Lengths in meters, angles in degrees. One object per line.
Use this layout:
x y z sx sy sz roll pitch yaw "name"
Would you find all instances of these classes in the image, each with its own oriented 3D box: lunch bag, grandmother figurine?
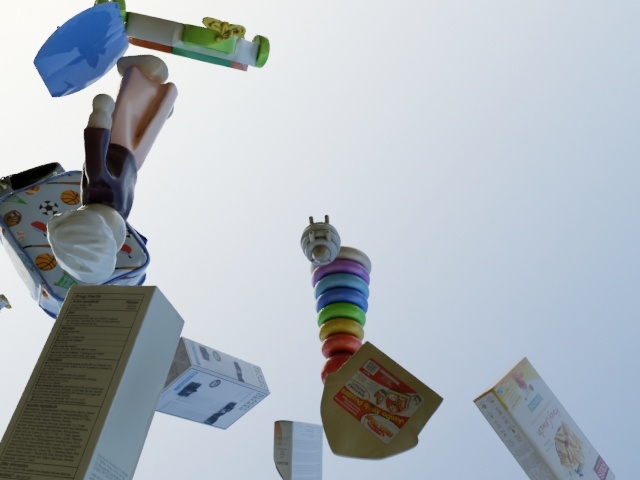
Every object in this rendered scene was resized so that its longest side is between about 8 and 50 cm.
-0.495 0.008 1.458 0.243 0.115 0.303 -28 -109 -35 "lunch bag"
-0.264 -0.098 0.929 0.104 0.208 0.342 0 -128 7 "grandmother figurine"

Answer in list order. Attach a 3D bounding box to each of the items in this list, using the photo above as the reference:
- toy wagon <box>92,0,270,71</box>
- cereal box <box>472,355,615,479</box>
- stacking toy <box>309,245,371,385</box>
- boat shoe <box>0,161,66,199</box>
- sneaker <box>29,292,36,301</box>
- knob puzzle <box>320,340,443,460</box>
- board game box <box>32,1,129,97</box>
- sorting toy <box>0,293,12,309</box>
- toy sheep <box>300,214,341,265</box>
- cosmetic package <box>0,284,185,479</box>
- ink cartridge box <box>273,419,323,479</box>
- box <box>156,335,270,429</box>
-0.220 -0.334 1.178 0.344 0.267 0.068 33 -67 58 "toy wagon"
0.357 0.315 1.129 0.047 0.240 0.173 -44 166 31 "cereal box"
0.047 0.178 1.525 0.141 0.141 0.330 -16 -130 19 "stacking toy"
-0.895 -0.155 2.109 0.305 0.091 0.109 -17 -136 -7 "boat shoe"
-0.677 0.109 1.713 0.035 0.031 0.083 -22 -98 5 "sneaker"
0.084 0.291 1.216 0.213 0.030 0.213 0 -125 0 "knob puzzle"
-0.326 -0.262 0.959 0.133 0.169 0.033 -40 -97 -14 "board game box"
-0.565 0.117 1.194 0.045 0.083 0.075 42 -103 15 "sorting toy"
0.000 0.000 1.441 0.091 0.091 0.132 -19 -150 15 "toy sheep"
-0.324 0.220 1.021 0.160 0.113 0.309 0 -128 20 "cosmetic package"
-0.041 0.426 1.318 0.045 0.145 0.179 -3 -108 23 "ink cartridge box"
-0.275 0.347 1.708 0.169 0.290 0.087 -40 -130 13 "box"
